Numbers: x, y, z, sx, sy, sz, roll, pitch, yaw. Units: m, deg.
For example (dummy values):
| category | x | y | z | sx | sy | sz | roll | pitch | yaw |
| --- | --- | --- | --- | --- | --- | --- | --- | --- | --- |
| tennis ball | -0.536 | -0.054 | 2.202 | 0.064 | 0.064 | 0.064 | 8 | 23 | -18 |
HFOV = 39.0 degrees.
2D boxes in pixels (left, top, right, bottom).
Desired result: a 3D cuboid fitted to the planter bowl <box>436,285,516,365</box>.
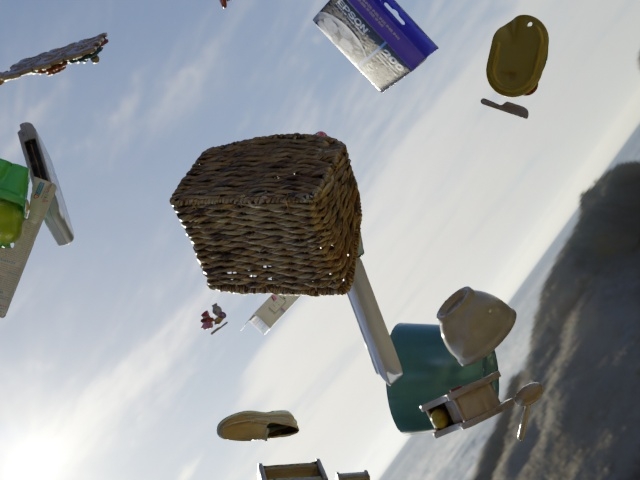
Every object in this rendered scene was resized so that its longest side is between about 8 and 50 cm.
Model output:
| category | x | y | z | sx | sy | sz | roll | pitch | yaw |
| --- | --- | --- | --- | --- | --- | --- | --- | --- | --- |
| planter bowl | 0.310 | 0.165 | 1.881 | 0.162 | 0.109 | 0.162 | -44 | 8 | 8 |

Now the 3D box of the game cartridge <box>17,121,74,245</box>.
| category | x | y | z | sx | sy | sz | roll | pitch | yaw |
| --- | --- | --- | --- | --- | --- | --- | --- | --- | --- |
| game cartridge | -0.724 | -0.143 | 2.396 | 0.062 | 0.297 | 0.198 | -21 | -22 | -6 |

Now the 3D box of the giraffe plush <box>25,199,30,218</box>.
| category | x | y | z | sx | sy | sz | roll | pitch | yaw |
| --- | --- | --- | --- | --- | --- | --- | --- | --- | --- |
| giraffe plush | -0.869 | -0.050 | 2.316 | 0.181 | 0.210 | 0.171 | 66 | -148 | -59 |

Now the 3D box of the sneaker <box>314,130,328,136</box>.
| category | x | y | z | sx | sy | sz | roll | pitch | yaw |
| --- | --- | --- | --- | --- | --- | --- | --- | --- | --- |
| sneaker | -0.022 | -0.201 | 2.344 | 0.063 | 0.074 | 0.171 | -6 | -71 | -40 |

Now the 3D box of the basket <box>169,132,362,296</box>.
| category | x | y | z | sx | sy | sz | roll | pitch | yaw |
| --- | --- | --- | --- | --- | --- | --- | --- | --- | --- |
| basket | -0.077 | -0.048 | 1.615 | 0.213 | 0.299 | 0.223 | -64 | -36 | -45 |

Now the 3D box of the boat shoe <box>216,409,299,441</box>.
| category | x | y | z | sx | sy | sz | roll | pitch | yaw |
| --- | --- | --- | --- | --- | --- | --- | --- | --- | --- |
| boat shoe | -0.137 | 0.422 | 2.034 | 0.190 | 0.072 | 0.068 | -5 | -67 | -25 |

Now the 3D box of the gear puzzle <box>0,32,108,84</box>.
| category | x | y | z | sx | sy | sz | roll | pitch | yaw |
| --- | --- | --- | --- | --- | --- | --- | --- | --- | --- |
| gear puzzle | -0.675 | -0.414 | 2.181 | 0.338 | 0.044 | 0.175 | -16 | 26 | 7 |

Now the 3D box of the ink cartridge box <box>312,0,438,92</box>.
| category | x | y | z | sx | sy | sz | roll | pitch | yaw |
| --- | --- | --- | --- | --- | --- | --- | --- | --- | --- |
| ink cartridge box | 0.099 | -0.392 | 1.715 | 0.045 | 0.206 | 0.208 | -48 | 8 | -21 |

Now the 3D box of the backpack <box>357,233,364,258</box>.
| category | x | y | z | sx | sy | sz | roll | pitch | yaw |
| --- | --- | --- | --- | --- | --- | --- | --- | --- | --- |
| backpack | 0.000 | 0.000 | 1.999 | 0.166 | 0.188 | 0.145 | 157 | 112 | -66 |

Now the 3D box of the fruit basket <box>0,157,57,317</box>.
| category | x | y | z | sx | sy | sz | roll | pitch | yaw |
| --- | --- | --- | --- | --- | --- | --- | --- | --- | --- |
| fruit basket | -0.816 | -0.029 | 2.066 | 0.165 | 0.327 | 0.353 | 138 | 148 | -67 |

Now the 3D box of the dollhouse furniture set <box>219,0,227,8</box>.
| category | x | y | z | sx | sy | sz | roll | pitch | yaw |
| --- | --- | --- | --- | --- | --- | --- | --- | --- | --- |
| dollhouse furniture set | -0.240 | -0.649 | 1.992 | 0.201 | 0.152 | 0.374 | -43 | -50 | 8 |

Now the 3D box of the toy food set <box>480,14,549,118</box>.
| category | x | y | z | sx | sy | sz | roll | pitch | yaw |
| --- | --- | --- | --- | --- | --- | --- | --- | --- | --- |
| toy food set | 0.433 | -0.377 | 1.973 | 0.071 | 0.128 | 0.218 | 4 | -80 | -60 |

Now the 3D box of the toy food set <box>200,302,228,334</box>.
| category | x | y | z | sx | sy | sz | roll | pitch | yaw |
| --- | --- | --- | --- | --- | --- | --- | --- | --- | --- |
| toy food set | -0.299 | 0.212 | 2.475 | 0.078 | 0.019 | 0.122 | -37 | 30 | -9 |

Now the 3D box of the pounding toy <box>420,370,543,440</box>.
| category | x | y | z | sx | sy | sz | roll | pitch | yaw |
| --- | --- | --- | --- | --- | --- | --- | --- | --- | --- |
| pounding toy | 0.325 | 0.367 | 1.856 | 0.154 | 0.155 | 0.269 | -16 | -14 | -37 |

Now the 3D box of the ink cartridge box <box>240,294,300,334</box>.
| category | x | y | z | sx | sy | sz | roll | pitch | yaw |
| --- | --- | --- | --- | --- | --- | --- | --- | --- | --- |
| ink cartridge box | -0.140 | 0.204 | 2.636 | 0.198 | 0.067 | 0.115 | -45 | -3 | -20 |

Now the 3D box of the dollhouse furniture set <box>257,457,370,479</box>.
| category | x | y | z | sx | sy | sz | roll | pitch | yaw |
| --- | --- | --- | --- | --- | --- | --- | --- | --- | --- |
| dollhouse furniture set | -0.013 | 0.466 | 1.554 | 0.101 | 0.181 | 0.161 | -138 | 47 | -77 |

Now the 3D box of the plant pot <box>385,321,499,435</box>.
| category | x | y | z | sx | sy | sz | roll | pitch | yaw |
| --- | --- | --- | --- | --- | --- | --- | --- | --- | --- |
| plant pot | 0.324 | 0.350 | 2.318 | 0.293 | 0.235 | 0.293 | -5 | -90 | -67 |

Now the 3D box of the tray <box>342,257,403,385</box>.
| category | x | y | z | sx | sy | sz | roll | pitch | yaw |
| --- | --- | --- | --- | --- | --- | --- | --- | --- | --- |
| tray | 0.103 | 0.169 | 1.896 | 0.030 | 0.270 | 0.145 | -21 | -5 | 14 |
